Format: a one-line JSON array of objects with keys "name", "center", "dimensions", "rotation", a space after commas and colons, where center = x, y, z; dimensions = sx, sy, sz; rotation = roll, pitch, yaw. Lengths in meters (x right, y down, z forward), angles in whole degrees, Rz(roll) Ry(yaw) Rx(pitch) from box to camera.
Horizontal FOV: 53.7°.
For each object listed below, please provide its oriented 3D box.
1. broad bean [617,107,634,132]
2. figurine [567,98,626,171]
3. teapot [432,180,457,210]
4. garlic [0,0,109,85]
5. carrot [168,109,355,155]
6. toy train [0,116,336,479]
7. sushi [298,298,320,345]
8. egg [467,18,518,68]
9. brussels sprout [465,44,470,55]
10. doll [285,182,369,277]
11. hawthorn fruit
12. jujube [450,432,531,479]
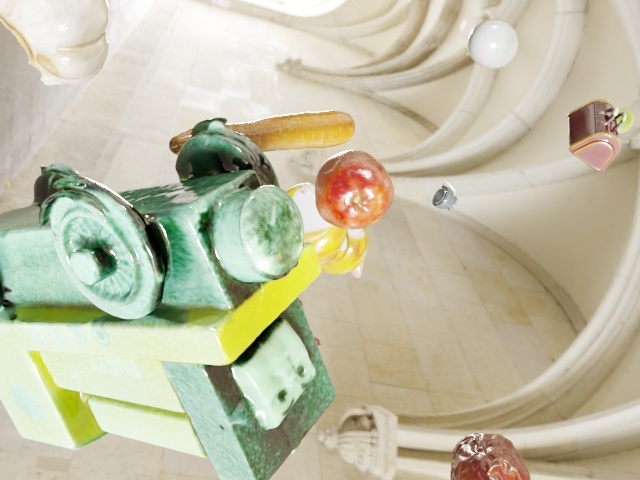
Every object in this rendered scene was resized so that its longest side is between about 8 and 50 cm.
[{"name": "broad bean", "center": [0.770, -0.306, 1.624], "dimensions": [0.063, 0.083, 0.045], "rotation": [61, -16, -5]}, {"name": "figurine", "center": [0.525, -0.219, 1.184], "dimensions": [0.098, 0.082, 0.154], "rotation": [-51, -165, 49]}, {"name": "teapot", "center": [0.365, -0.126, 1.827], "dimensions": [0.066, 0.057, 0.088], "rotation": [-19, -134, 58]}, {"name": "garlic", "center": [-0.479, -0.439, 1.164], "dimensions": [0.185, 0.281, 0.203], "rotation": [-5, -136, 43]}, {"name": "carrot", "center": [-0.052, -0.113, 0.676], "dimensions": [0.043, 0.248, 0.043], "rotation": [16, -68, 44]}, {"name": "toy train", "center": [-0.161, 0.056, 0.518], "dimensions": [0.160, 0.397, 0.253], "rotation": [-40, 118, -48]}, {"name": "sushi", "center": [-0.135, 0.195, 1.044], "dimensions": [0.182, 0.196, 0.343], "rotation": [50, -32, 25]}, {"name": "egg", "center": [0.376, -0.428, 1.377], "dimensions": [0.103, 0.135, 0.103], "rotation": [4, -83, 36]}, {"name": "brussels sprout", "center": [0.540, -0.649, 2.161], "dimensions": [0.085, 0.085, 0.058], "rotation": [128, -43, -62]}, {"name": "doll", "center": [0.007, -0.013, 1.302], "dimensions": [0.162, 0.269, 0.166], "rotation": [-44, -118, 19]}, {"name": "hawthorn fruit", "center": [0.052, -0.078, 1.018], "dimensions": [0.138, 0.133, 0.133], "rotation": [-134, -123, -80]}, {"name": "jujube", "center": [0.364, 0.515, 1.359], "dimensions": [0.250, 0.174, 0.174], "rotation": [-66, 172, -72]}]
